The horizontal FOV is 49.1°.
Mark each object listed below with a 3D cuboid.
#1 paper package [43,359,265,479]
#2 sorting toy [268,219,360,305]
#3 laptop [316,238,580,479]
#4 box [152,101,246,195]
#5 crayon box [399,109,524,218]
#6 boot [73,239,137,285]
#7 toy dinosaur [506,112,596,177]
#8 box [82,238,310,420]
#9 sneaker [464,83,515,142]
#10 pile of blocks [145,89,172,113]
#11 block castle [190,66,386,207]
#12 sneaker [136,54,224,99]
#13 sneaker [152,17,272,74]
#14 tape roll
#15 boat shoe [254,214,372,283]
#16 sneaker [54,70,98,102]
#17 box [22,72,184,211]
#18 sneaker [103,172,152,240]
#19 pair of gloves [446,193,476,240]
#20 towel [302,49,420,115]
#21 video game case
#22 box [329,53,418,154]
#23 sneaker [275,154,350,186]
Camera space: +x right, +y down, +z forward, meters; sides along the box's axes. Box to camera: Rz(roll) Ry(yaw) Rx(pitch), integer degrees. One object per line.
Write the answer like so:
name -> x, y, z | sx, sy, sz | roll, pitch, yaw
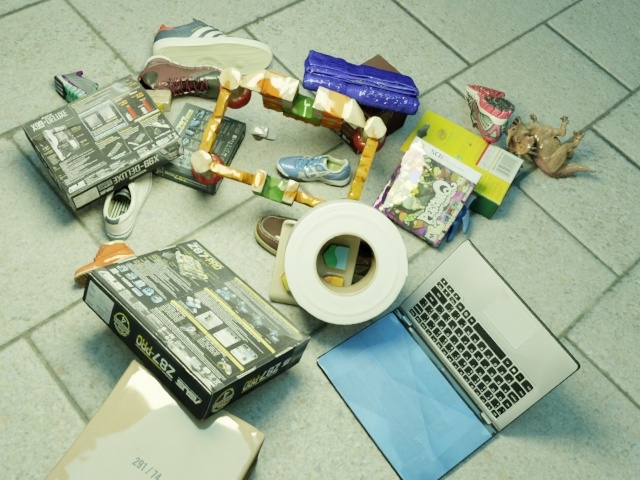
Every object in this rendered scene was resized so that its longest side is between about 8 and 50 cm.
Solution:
paper package -> -0.321, 0.454, 1.391 | 0.324, 0.168, 0.309 | 27, 57, 8
sorting toy -> -0.014, 0.067, 1.694 | 0.193, 0.208, 0.038 | 11, 12, -4
laptop -> 0.279, 0.277, 1.590 | 0.382, 0.408, 0.236 | 52, 29, 20
box -> -0.327, -0.251, 1.900 | 0.183, 0.059, 0.233 | 20, 57, 1
crayon box -> 0.397, -0.224, 2.014 | 0.318, 0.081, 0.202 | 31, 57, 9
boot -> -0.522, 0.052, 1.675 | 0.158, 0.059, 0.085 | -22, 61, -32
toy dinosaur -> 0.662, -0.263, 2.074 | 0.295, 0.127, 0.200 | 44, 70, -5
box -> -0.266, 0.170, 1.523 | 0.395, 0.097, 0.318 | 38, 34, 22
sneaker -> 0.486, -0.388, 2.086 | 0.120, 0.112, 0.299 | 12, 27, -2
pile of blocks -> -0.528, -0.259, 1.839 | 0.362, 0.113, 0.149 | -35, 72, -19
block castle -> -0.078, -0.231, 1.768 | 0.453, 0.213, 0.303 | 18, 88, -1
sneaker -> -0.385, -0.420, 1.961 | 0.281, 0.106, 0.162 | 13, 45, 9
sneaker -> -0.317, -0.587, 2.076 | 0.350, 0.131, 0.148 | 2, 53, -14
tape roll -> 0.058, 0.048, 1.628 | 0.286, 0.100, 0.286 | 0, 98, -2
boat shoe -> 0.000, 0.000, 1.767 | 0.342, 0.123, 0.123 | 23, 57, 4
sneaker -> -0.630, -0.396, 1.921 | 0.098, 0.083, 0.223 | -34, 69, -33
box -> -0.532, -0.247, 1.727 | 0.307, 0.076, 0.242 | -33, 71, -19
sneaker -> -0.483, -0.126, 1.770 | 0.094, 0.091, 0.258 | 7, 57, -7
pair of gloves -> 0.328, -0.096, 1.915 | 0.198, 0.023, 0.159 | 34, 90, 8
towel -> 0.107, -0.424, 1.834 | 0.308, 0.076, 0.228 | 13, 30, -8
video game case -> 0.287, -0.131, 1.891 | 0.210, 0.042, 0.232 | 33, 89, 10
box -> 0.137, -0.390, 2.016 | 0.203, 0.167, 0.168 | -34, 70, -28
sneaker -> -0.017, -0.206, 1.921 | 0.211, 0.081, 0.080 | 5, 59, -6
